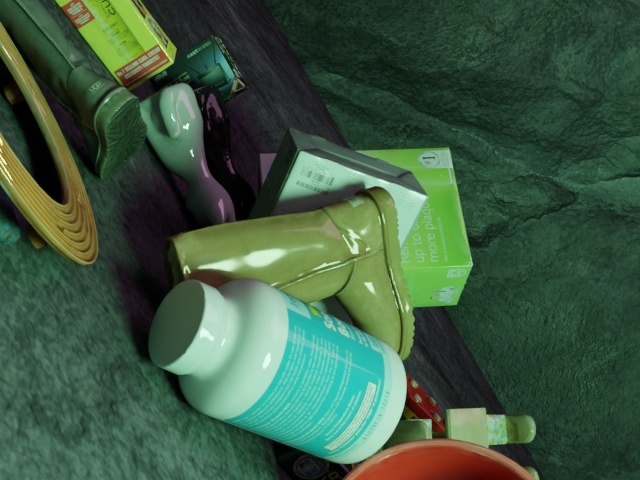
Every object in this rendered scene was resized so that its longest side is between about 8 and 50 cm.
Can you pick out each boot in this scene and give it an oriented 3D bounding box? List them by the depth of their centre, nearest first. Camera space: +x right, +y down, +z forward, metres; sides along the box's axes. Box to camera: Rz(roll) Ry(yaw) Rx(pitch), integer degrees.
[{"bbox_3d":[-0.282,-0.177,1.105,0.208,0.076,0.189,39,-26,7],"label":"boot"},{"bbox_3d":[-0.033,0.069,1.188,0.089,0.270,0.236,18,-59,59],"label":"boot"}]

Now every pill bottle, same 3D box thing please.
[{"bbox_3d":[-0.045,0.130,1.069,0.264,0.146,0.146,29,28,-36],"label":"pill bottle"}]

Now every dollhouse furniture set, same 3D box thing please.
[{"bbox_3d":[0.220,0.351,1.407,0.212,0.161,0.242,5,78,-36],"label":"dollhouse furniture set"}]

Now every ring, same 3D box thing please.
[{"bbox_3d":[-0.288,-0.125,0.904,0.336,0.032,0.336,155,-90,-90],"label":"ring"}]

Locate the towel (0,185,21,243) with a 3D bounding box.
[{"bbox_3d":[-0.368,-0.143,0.730,0.271,0.040,0.370,64,10,19],"label":"towel"}]

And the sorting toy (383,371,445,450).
[{"bbox_3d":[0.183,0.345,1.618,0.255,0.089,0.257,46,12,-17],"label":"sorting toy"}]

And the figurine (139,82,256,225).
[{"bbox_3d":[-0.161,-0.108,1.438,0.209,0.092,0.215,63,12,-1],"label":"figurine"}]

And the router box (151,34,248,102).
[{"bbox_3d":[-0.184,-0.240,1.559,0.092,0.122,0.038,60,16,3],"label":"router box"}]

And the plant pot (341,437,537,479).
[{"bbox_3d":[0.147,0.379,1.130,0.243,0.275,0.275,59,7,-58],"label":"plant pot"}]

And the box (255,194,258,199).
[{"bbox_3d":[0.003,0.048,1.652,0.213,0.117,0.243,38,25,-61],"label":"box"}]

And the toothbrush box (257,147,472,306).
[{"bbox_3d":[0.056,-0.015,1.485,0.122,0.283,0.206,96,-10,-58],"label":"toothbrush box"}]

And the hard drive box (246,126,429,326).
[{"bbox_3d":[0.000,0.000,1.301,0.181,0.232,0.089,19,20,-19],"label":"hard drive box"}]

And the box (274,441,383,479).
[{"bbox_3d":[0.011,0.239,1.344,0.216,0.060,0.270,53,13,-33],"label":"box"}]

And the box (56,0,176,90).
[{"bbox_3d":[-0.294,-0.317,1.375,0.232,0.087,0.058,55,14,-28],"label":"box"}]
